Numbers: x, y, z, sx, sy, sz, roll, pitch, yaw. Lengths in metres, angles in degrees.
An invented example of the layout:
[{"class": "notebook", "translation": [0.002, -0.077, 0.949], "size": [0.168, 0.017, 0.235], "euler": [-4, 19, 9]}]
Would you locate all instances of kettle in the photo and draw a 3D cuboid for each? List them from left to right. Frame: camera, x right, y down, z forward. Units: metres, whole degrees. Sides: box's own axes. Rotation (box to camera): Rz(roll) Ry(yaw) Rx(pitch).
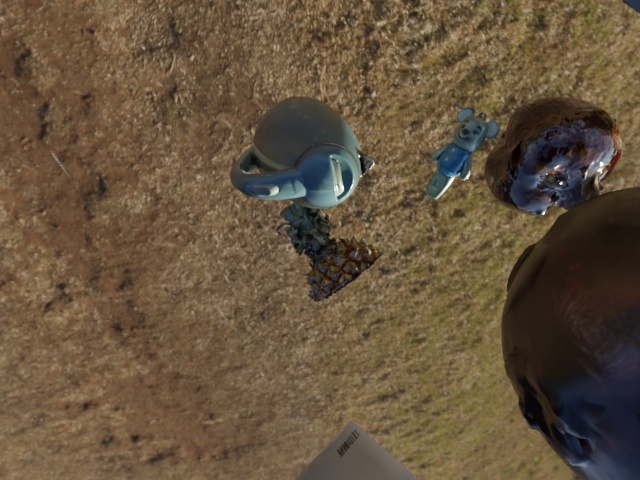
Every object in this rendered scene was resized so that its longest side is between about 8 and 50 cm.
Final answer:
[{"class": "kettle", "translation": [-0.053, -0.180, 1.114], "size": [0.319, 0.342, 0.247], "euler": [-15, 118, -6]}]

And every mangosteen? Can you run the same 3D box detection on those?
[{"class": "mangosteen", "translation": [0.413, 0.106, 0.553], "size": [0.421, 0.381, 0.381], "euler": [-31, 149, -34]}]

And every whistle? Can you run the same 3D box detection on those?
[{"class": "whistle", "translation": [0.335, -0.210, 1.173], "size": [0.077, 0.114, 0.236], "euler": [-3, 127, -60]}]

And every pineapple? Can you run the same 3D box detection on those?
[{"class": "pineapple", "translation": [0.000, 0.000, 1.361], "size": [0.262, 0.262, 0.272], "euler": [-35, 94, 28]}]

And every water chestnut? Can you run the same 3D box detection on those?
[{"class": "water chestnut", "translation": [0.595, -0.180, 1.200], "size": [0.334, 0.347, 0.335], "euler": [-12, 155, -6]}]

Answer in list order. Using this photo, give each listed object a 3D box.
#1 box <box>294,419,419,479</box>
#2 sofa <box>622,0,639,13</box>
[{"class": "box", "translation": [0.005, 0.426, 0.647], "size": [0.332, 0.173, 0.145], "euler": [-25, 146, -50]}, {"class": "sofa", "translation": [0.277, -0.135, 0.291], "size": [0.085, 0.147, 0.060], "euler": [-21, 153, -39]}]
